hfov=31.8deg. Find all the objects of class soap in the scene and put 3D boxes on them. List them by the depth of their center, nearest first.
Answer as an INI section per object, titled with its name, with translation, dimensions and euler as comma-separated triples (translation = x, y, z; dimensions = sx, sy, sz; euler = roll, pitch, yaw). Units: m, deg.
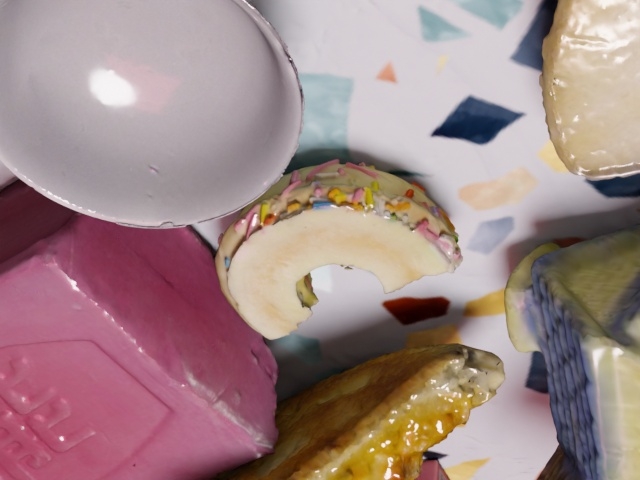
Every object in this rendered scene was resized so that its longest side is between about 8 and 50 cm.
[soap]
translation = -0.227, 0.104, 0.826
dimensions = 0.360, 0.128, 0.233
euler = -25, 125, 27

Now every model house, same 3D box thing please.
[model house]
translation = 0.272, 0.104, 0.735
dimensions = 0.266, 0.261, 0.321
euler = 6, 123, 36

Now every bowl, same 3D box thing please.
[bowl]
translation = -0.100, -0.103, 0.634
dimensions = 0.189, 0.086, 0.189
euler = 2, 135, 2

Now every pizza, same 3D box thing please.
[pizza]
translation = -0.012, 0.164, 0.844
dimensions = 0.268, 0.258, 0.087
euler = -38, 102, -14

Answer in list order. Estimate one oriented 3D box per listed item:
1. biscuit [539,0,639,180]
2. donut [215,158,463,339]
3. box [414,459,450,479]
[biscuit]
translation = 0.223, -0.126, 0.588
dimensions = 0.188, 0.040, 0.265
euler = 20, 126, -23
[donut]
translation = 0.000, -0.004, 0.737
dimensions = 0.166, 0.065, 0.108
euler = -20, 129, 25
[box]
translation = 0.099, 0.276, 0.972
dimensions = 0.060, 0.111, 0.156
euler = -16, 129, 21
